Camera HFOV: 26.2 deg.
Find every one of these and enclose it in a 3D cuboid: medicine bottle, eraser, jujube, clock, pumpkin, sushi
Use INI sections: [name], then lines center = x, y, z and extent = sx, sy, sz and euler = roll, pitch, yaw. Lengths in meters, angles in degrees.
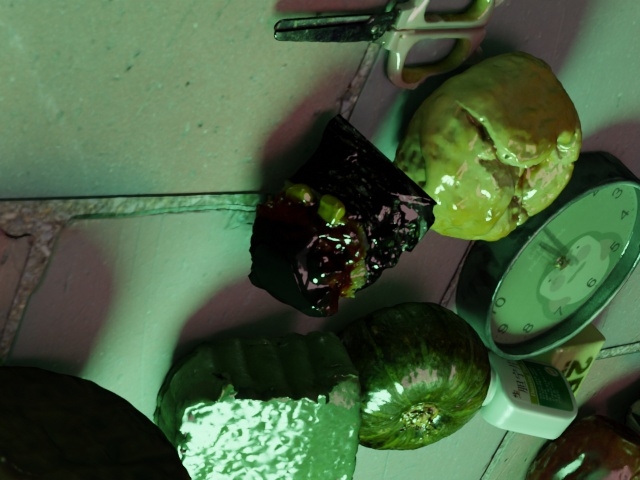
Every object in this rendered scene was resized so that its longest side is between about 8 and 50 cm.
[medicine bottle]
center = 0.272, 0.217, 1.968
extent = 0.183, 0.119, 0.069
euler = 14, 128, -25
[eraser]
center = 0.356, 0.208, 2.104
extent = 0.117, 0.058, 0.172
euler = -8, 131, -40
[jujube]
center = 0.434, 0.407, 2.292
extent = 0.183, 0.183, 0.243
euler = 13, 111, -50
[clock]
center = 0.327, 0.027, 1.893
extent = 0.319, 0.066, 0.319
euler = -26, 140, -24
[pumpkin]
center = 0.105, 0.169, 1.733
extent = 0.223, 0.157, 0.224
euler = -16, 142, -12
[sushi]
center = 0.000, 0.000, 1.466
extent = 0.150, 0.153, 0.172
euler = -41, 170, -42

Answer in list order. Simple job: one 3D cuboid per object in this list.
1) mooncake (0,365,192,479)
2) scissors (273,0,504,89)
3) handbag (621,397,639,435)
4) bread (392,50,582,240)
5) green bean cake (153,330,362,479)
[mooncake]
center = -0.260, 0.250, 1.340
extent = 0.290, 0.290, 0.161
euler = 8, 115, -48
[scissors]
center = 0.074, -0.223, 1.428
extent = 0.317, 0.024, 0.160
euler = -8, 132, -41
[handbag]
center = 0.662, 0.351, 2.470
extent = 0.327, 0.162, 0.325
euler = -32, 145, -27
[bread]
center = 0.199, -0.096, 1.573
extent = 0.244, 0.134, 0.244
euler = -34, 150, -23
[green bean cake]
center = -0.073, 0.216, 1.594
extent = 0.227, 0.125, 0.223
euler = -7, 128, -18
